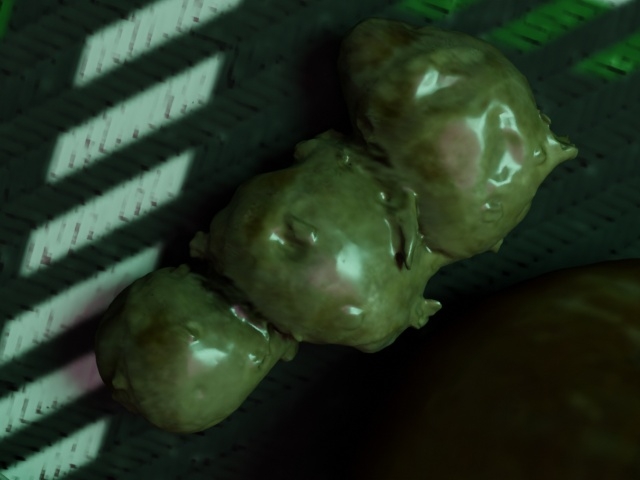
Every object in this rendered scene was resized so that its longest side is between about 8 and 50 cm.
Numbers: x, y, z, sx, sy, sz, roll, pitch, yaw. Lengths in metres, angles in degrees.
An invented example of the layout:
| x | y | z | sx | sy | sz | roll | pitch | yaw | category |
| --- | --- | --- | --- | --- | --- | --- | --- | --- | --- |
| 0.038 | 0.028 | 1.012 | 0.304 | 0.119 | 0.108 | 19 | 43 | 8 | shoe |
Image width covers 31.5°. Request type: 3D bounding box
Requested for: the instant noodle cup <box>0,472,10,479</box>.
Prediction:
| x | y | z | sx | sy | sz | roll | pitch | yaw | category |
| --- | --- | --- | --- | --- | --- | --- | --- | --- | --- |
| -0.225 | 0.175 | 0.367 | 0.311 | 0.311 | 0.221 | 26 | 91 | -15 | instant noodle cup |

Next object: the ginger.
| x | y | z | sx | sy | sz | roll | pitch | yaw | category |
| --- | --- | --- | --- | --- | --- | --- | --- | --- | --- |
| 0.000 | 0.000 | 0.450 | 0.204 | 0.080 | 0.104 | -44 | 94 | 3 | ginger |

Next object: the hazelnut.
| x | y | z | sx | sy | sz | roll | pitch | yaw | category |
| --- | --- | --- | --- | --- | --- | --- | --- | --- | --- |
| 0.121 | 0.108 | 0.430 | 0.251 | 0.217 | 0.217 | -38 | 110 | -19 | hazelnut |
